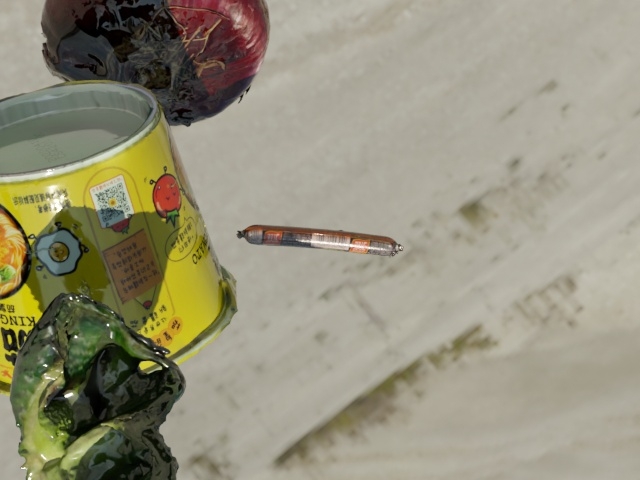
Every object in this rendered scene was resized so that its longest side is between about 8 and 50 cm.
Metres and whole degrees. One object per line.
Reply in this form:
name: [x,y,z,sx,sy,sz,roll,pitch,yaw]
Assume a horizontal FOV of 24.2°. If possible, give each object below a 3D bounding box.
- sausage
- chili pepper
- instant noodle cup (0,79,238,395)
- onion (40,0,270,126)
sausage: [0.000,0.000,1.745,0.198,0.028,0.025,4,178,-8]
chili pepper: [-0.202,0.180,1.380,0.148,0.265,0.116,-34,149,23]
instant noodle cup: [-0.271,-0.015,1.650,0.325,0.254,0.326,-8,-153,4]
onion: [-0.216,-0.282,1.963,0.313,0.232,0.314,-3,144,-2]
